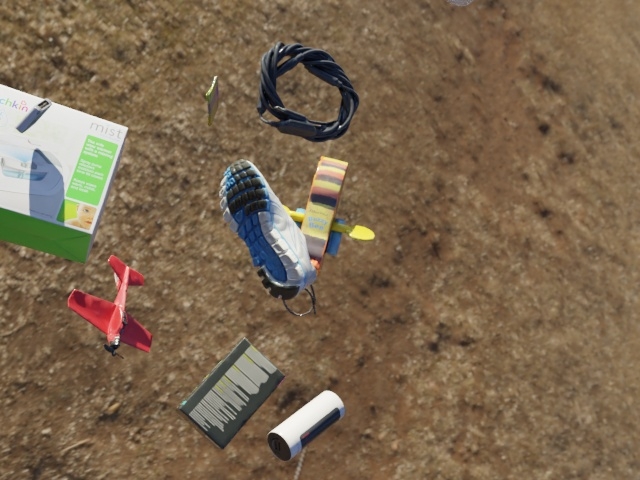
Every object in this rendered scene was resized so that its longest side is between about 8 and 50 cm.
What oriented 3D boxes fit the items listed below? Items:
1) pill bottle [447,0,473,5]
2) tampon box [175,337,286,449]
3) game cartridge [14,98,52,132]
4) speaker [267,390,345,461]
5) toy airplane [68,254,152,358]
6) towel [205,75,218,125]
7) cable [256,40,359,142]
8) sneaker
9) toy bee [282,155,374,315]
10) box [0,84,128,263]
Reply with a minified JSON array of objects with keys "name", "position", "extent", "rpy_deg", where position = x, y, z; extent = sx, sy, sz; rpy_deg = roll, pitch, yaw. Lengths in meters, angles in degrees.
[{"name":"pill bottle","position":[0.173,-0.318,0.883],"extent":[0.043,0.043,0.083],"rpy_deg":[35,68,-28]},{"name":"tampon box","position":[-0.156,0.265,1.304],"extent":[0.101,0.120,0.161],"rpy_deg":[43,71,0]},{"name":"game cartridge","position":[-0.458,-0.197,1.205],"extent":[0.017,0.056,0.083],"rpy_deg":[40,11,-16]},{"name":"speaker","position":[-0.023,0.302,1.236],"extent":[0.136,0.055,0.055],"rpy_deg":[-28,89,-42]},{"name":"toy airplane","position":[-0.261,0.085,0.987],"extent":[0.151,0.028,0.151],"rpy_deg":[50,27,-37]},{"name":"towel","position":[-0.203,-0.261,1.423],"extent":[0.009,0.083,0.060],"rpy_deg":[13,55,3]},{"name":"cable","position":[-0.019,-0.233,1.192],"extent":[0.184,0.047,0.151],"rpy_deg":[3,78,-33]},{"name":"sneaker","position":[-0.064,-0.016,0.976],"extent":[0.083,0.071,0.191],"rpy_deg":[-15,79,-61]},{"name":"toy bee","position":[0.000,0.000,1.362],"extent":[0.162,0.195,0.298],"rpy_deg":[-60,143,-82]},{"name":"box","position":[-0.492,-0.116,1.295],"extent":[0.261,0.127,0.231],"rpy_deg":[18,59,-14]}]
